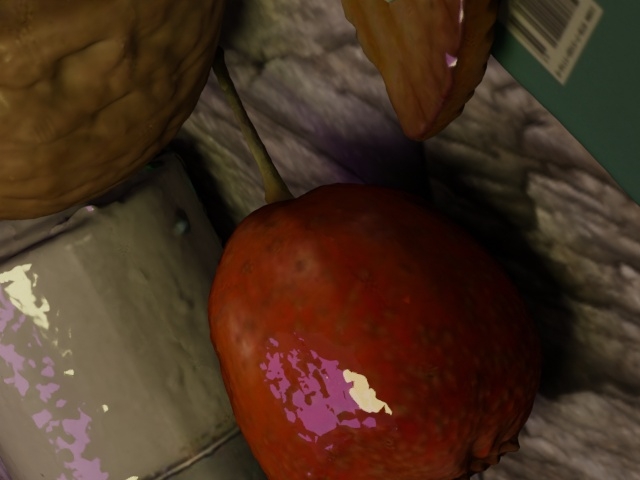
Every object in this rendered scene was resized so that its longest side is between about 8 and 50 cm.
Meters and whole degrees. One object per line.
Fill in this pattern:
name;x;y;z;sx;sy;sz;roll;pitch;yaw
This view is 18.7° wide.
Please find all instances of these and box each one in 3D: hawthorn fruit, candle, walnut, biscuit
hawthorn fruit;0.000;0.000;0.957;0.285;0.165;0.165;64;156;20
candle;-0.145;0.027;1.145;0.187;0.187;0.330;0;120;58
walnut;-0.159;-0.118;0.964;0.228;0.228;0.228;39;148;29
biscuit;0.014;-0.156;0.809;0.176;0.031;0.228;20;127;56

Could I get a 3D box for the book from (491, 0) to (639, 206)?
book;0.206;-0.030;0.683;0.379;0.031;0.264;48;152;13
